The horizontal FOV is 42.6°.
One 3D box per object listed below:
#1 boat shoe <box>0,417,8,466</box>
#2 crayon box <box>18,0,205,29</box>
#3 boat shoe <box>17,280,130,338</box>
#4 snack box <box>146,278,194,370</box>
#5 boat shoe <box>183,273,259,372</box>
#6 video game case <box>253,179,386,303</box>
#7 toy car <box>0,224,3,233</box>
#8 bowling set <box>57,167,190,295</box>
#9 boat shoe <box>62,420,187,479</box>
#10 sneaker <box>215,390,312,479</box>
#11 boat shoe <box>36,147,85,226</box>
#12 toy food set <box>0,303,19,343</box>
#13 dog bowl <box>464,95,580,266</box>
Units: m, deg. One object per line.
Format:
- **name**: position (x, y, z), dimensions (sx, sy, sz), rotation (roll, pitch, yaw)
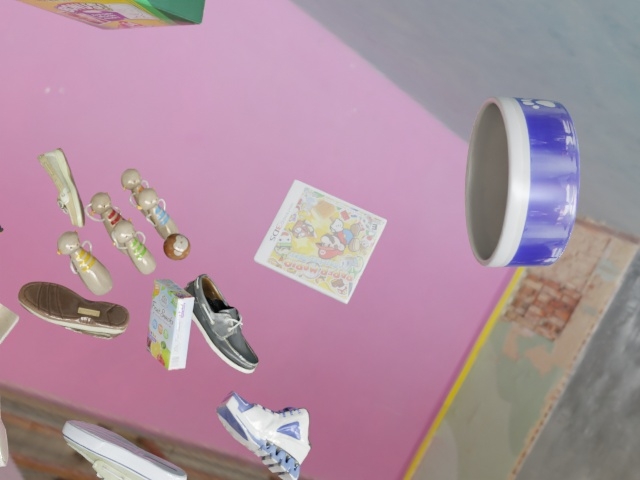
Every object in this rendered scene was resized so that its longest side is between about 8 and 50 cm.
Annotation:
- **boat shoe**: position (-0.819, 0.388, 1.964), dimensions (0.097, 0.324, 0.116), rotation (-12, 159, -11)
- **crayon box**: position (-0.457, -0.508, 1.616), dimensions (0.363, 0.106, 0.313), rotation (11, -177, 43)
- **boat shoe**: position (-0.585, 0.177, 1.932), dimensions (0.258, 0.095, 0.095), rotation (21, 142, -13)
- **snack box**: position (-0.278, 0.153, 1.508), dimensions (0.037, 0.141, 0.100), rotation (-1, -162, -38)
- **boat shoe**: position (-0.204, 0.177, 1.735), dimensions (0.233, 0.079, 0.084), rotation (53, -157, 5)
- **video game case**: position (0.000, 0.000, 1.790), dimensions (0.227, 0.206, 0.026), rotation (25, 166, 9)
- **toy car**: position (-0.671, -0.033, 1.642), dimensions (0.060, 0.040, 0.122), rotation (21, -167, -31)
- **bowling set**: position (-0.356, -0.035, 1.618), dimensions (0.200, 0.287, 0.154), rotation (-4, 133, 27)
- **boat shoe**: position (-0.442, 0.493, 1.801), dimensions (0.302, 0.094, 0.109), rotation (25, 176, 10)
- **sneaker**: position (-0.139, 0.525, 2.358), dimensions (0.315, 0.182, 0.127), rotation (47, 148, -10)
- **boat shoe**: position (-0.454, -0.089, 1.445), dimensions (0.056, 0.048, 0.153), rotation (117, 133, -74)
- **toy food set**: position (-0.906, 0.207, 2.005), dimensions (0.092, 0.219, 0.306), rotation (23, 161, 34)
- **dog bowl**: position (0.307, -0.090, 1.285), dimensions (0.104, 0.264, 0.265), rotation (2, 180, -4)
